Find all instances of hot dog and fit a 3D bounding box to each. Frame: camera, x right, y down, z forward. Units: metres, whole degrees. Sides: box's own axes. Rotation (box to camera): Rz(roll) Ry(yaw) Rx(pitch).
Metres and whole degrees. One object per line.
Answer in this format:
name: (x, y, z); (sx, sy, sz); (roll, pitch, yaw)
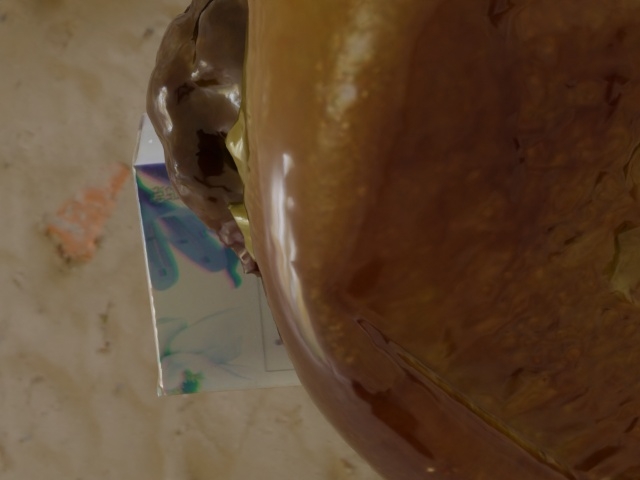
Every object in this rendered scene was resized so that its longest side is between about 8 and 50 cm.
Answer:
hot dog: (0.090, -0.014, 0.497); (0.223, 0.405, 0.185); (-46, 32, 10)

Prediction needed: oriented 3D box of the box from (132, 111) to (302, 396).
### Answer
box: (0.001, 0.001, 1.001); (0.274, 0.116, 0.203); (-4, 117, -1)
